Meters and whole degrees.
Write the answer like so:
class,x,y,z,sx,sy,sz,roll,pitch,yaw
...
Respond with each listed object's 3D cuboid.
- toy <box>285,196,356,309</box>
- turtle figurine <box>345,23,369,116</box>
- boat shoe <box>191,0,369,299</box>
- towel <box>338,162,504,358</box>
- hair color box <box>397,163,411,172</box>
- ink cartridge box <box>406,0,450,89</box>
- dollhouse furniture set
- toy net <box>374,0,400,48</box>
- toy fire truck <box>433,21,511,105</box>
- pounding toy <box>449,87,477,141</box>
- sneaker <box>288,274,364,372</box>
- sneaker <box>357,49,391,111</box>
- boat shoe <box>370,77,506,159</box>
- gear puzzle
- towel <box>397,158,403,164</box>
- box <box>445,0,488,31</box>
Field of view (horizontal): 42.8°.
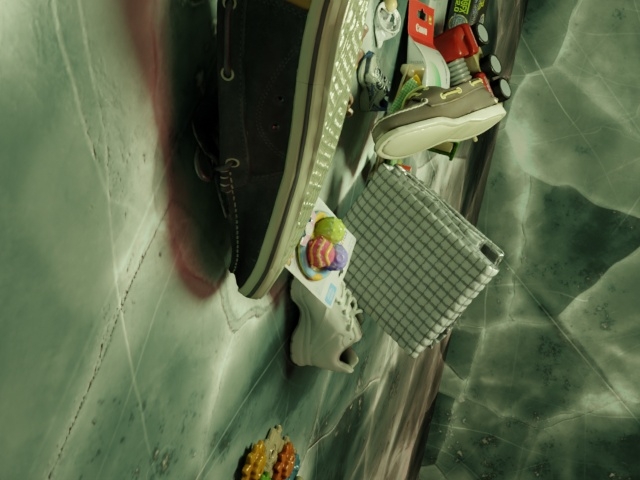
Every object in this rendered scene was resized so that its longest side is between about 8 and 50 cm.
class,x,y,z,sx,sy,sz,roll,pitch,yaw
toy,0.000,0.000,1.280,0.237,0.056,0.137,44,59,-45
turtle figurine,0.011,-0.226,1.208,0.269,0.087,0.217,66,42,-64
boat shoe,-0.065,-0.125,0.965,0.500,0.156,0.187,103,8,-47
towel,0.164,0.032,1.467,0.235,0.283,0.121,-54,157,19
hair color box,0.158,-0.083,1.846,0.093,0.053,0.167,83,28,-52
ink cartridge box,0.234,-0.393,1.746,0.181,0.056,0.225,-14,110,-65
dollhouse furniture set,0.195,-0.186,1.611,0.301,0.151,0.198,90,18,-73
toy net,0.130,-0.453,1.464,0.122,0.045,0.232,-51,151,-55
toy fire truck,0.301,-0.375,1.902,0.246,0.158,0.217,-29,98,-50
pounding toy,0.355,-0.343,2.100,0.100,0.141,0.130,88,24,-44
sneaker,0.019,0.115,1.449,0.111,0.129,0.297,-53,151,-44
sneaker,0.104,-0.290,1.496,0.135,0.058,0.052,80,29,-52
boat shoe,0.202,-0.226,1.463,0.324,0.097,0.116,-19,166,-38
gear puzzle,-0.087,0.442,1.526,0.339,0.044,0.175,73,36,-60
towel,0.192,-0.213,1.918,0.060,0.009,0.083,35,71,-73
box,0.384,-0.612,2.079,0.216,0.060,0.270,-46,150,-57
